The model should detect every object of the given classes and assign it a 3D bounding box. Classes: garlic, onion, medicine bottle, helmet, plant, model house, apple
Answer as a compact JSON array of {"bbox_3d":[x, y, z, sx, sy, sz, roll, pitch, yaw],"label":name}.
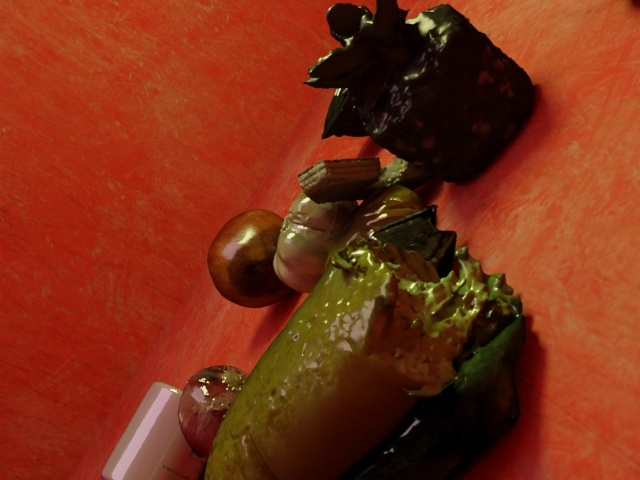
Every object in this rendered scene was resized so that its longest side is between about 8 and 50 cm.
[{"bbox_3d":[0.001,-0.002,1.260,0.228,0.152,0.228,25,-90,-88],"label":"garlic"},{"bbox_3d":[-0.183,0.318,1.208,0.159,0.159,0.195,-87,21,-65],"label":"onion"},{"bbox_3d":[-0.323,0.444,1.341,0.291,0.178,0.178,-63,15,-20],"label":"medicine bottle"},{"bbox_3d":[0.119,-0.343,1.618,0.230,0.160,0.279,-103,35,-72],"label":"helmet"},{"bbox_3d":[0.137,-0.242,1.004,0.215,0.312,0.213,-54,10,24],"label":"plant"},{"bbox_3d":[0.121,0.057,0.870,0.152,0.106,0.165,-123,31,-63],"label":"model house"},{"bbox_3d":[-0.136,0.046,1.536,0.230,0.230,0.230,-52,14,19],"label":"apple"}]

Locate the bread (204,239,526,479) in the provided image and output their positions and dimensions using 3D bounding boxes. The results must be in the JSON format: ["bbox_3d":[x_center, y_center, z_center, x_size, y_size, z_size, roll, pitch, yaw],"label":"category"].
[{"bbox_3d":[0.026,0.175,0.701,0.376,0.208,0.251,-56,8,22],"label":"bread"}]

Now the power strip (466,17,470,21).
[{"bbox_3d":[0.210,-0.363,1.379,0.224,0.139,0.140,-55,13,9],"label":"power strip"}]

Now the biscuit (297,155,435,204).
[{"bbox_3d":[0.072,-0.100,1.120,0.147,0.250,0.046,-25,75,53],"label":"biscuit"}]

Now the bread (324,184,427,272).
[{"bbox_3d":[0.081,0.008,1.076,0.213,0.104,0.213,-49,17,21],"label":"bread"}]
